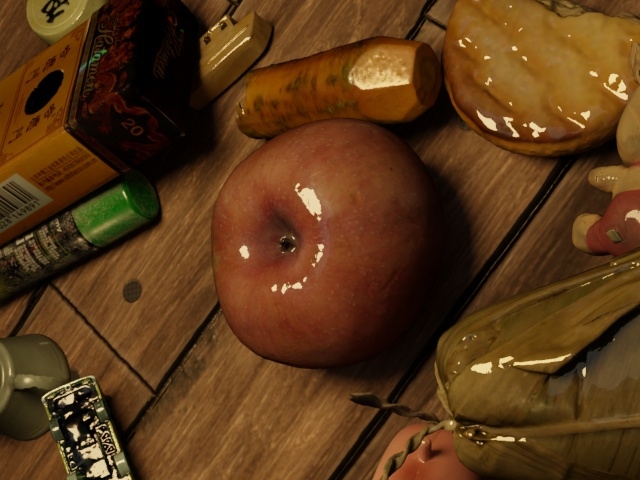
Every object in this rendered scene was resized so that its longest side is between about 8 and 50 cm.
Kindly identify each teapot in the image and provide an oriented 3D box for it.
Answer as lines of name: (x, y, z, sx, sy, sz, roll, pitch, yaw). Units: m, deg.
teapot: (-0.471, 0.207, 1.355, 0.239, 0.149, 0.162, -1, 76, 28)

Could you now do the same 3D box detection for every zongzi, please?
zongzi: (0.294, 0.014, 0.826, 0.500, 0.218, 0.467, 7, 106, 7)

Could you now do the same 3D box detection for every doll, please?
doll: (0.385, -0.084, 0.976, 0.152, 0.196, 0.256, 17, 90, 56)

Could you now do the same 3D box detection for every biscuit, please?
biscuit: (0.264, -0.204, 1.110, 0.274, 0.091, 0.213, 33, 91, 28)

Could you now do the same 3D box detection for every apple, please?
apple: (0.000, 0.000, 1.104, 0.305, 0.235, 0.306, -3, 84, 33)

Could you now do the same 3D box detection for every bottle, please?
bottle: (-0.399, -0.003, 1.401, 0.330, 0.093, 0.093, -25, 67, 20)

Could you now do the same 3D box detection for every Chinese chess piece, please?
Chinese chess piece: (-0.418, -0.389, 1.527, 0.144, 0.058, 0.144, -7, 73, 25)

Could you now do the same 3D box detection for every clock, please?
clock: (0.125, 0.308, 0.971, 0.142, 0.241, 0.227, 11, 82, 26)

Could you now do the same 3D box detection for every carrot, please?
carrot: (0.012, -0.194, 1.198, 0.302, 0.114, 0.114, -3, 76, 39)

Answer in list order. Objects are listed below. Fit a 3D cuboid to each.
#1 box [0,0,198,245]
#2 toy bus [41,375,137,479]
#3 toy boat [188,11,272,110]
box: (-0.369, -0.180, 1.351, 0.415, 0.116, 0.264, -26, 42, 26)
toy bus: (-0.316, 0.287, 1.280, 0.088, 0.101, 0.175, -23, 64, -10)
toy boat: (-0.159, -0.264, 1.364, 0.200, 0.057, 0.077, -40, 58, 14)
